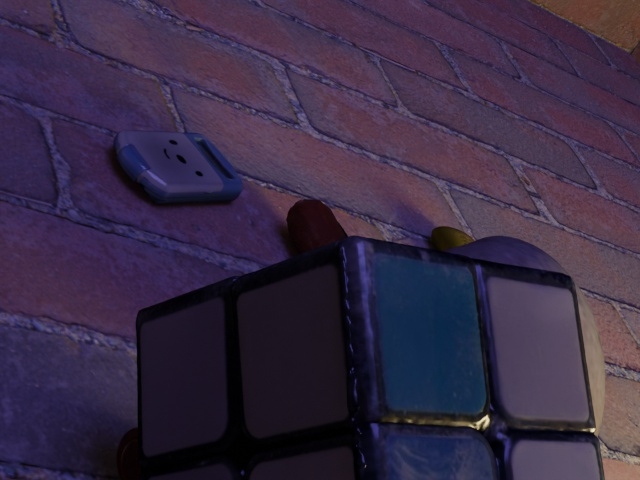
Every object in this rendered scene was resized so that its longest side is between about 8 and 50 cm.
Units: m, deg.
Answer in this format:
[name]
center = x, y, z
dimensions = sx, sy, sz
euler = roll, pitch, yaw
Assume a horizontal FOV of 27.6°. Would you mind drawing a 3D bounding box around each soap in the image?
[soap]
center = 0.226, 0.028, 2.065
dimensions = 0.089, 0.045, 0.140
euler = 22, 31, -37

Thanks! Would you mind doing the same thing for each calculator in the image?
[calculator]
center = -0.190, -0.100, 1.756
dimensions = 0.210, 0.039, 0.121
euler = -3, 50, -54

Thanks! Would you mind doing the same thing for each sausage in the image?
[sausage]
center = 0.000, 0.000, 1.800
dimensions = 0.076, 0.076, 0.141
euler = 11, 39, -43

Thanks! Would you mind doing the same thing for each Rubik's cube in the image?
[Rubik's cube]
center = 0.041, 0.194, 1.176
dimensions = 0.318, 0.313, 0.316
euler = 12, 67, -42

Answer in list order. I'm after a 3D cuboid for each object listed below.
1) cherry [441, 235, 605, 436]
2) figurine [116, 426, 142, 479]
[cherry]
center = 0.201, 0.151, 1.599
dimensions = 0.335, 0.291, 0.326
euler = 45, 34, -6
[figurine]
center = -0.134, 0.215, 1.311
dimensions = 0.098, 0.082, 0.154
euler = 33, 19, 37
